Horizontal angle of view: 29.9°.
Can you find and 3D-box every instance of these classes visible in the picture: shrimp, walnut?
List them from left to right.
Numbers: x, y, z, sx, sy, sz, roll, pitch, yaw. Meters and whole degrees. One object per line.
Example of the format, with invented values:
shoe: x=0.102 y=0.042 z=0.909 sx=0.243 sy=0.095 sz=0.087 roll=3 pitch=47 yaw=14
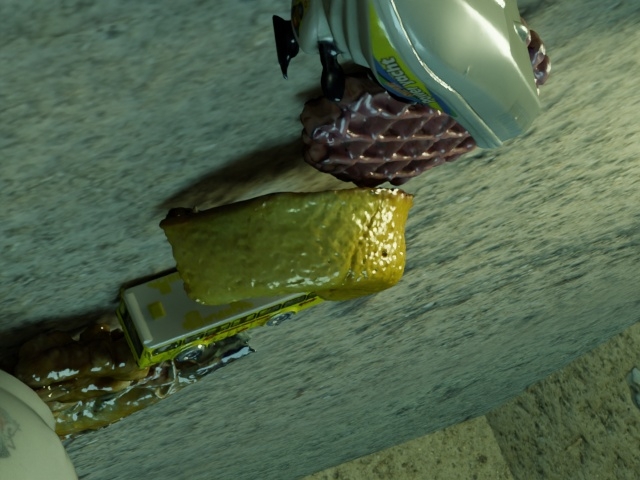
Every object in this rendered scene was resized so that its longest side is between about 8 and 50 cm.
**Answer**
walnut: x=-0.259 y=0.129 z=1.241 sx=0.143 sy=0.069 sz=0.170 roll=-33 pitch=159 yaw=36
shrimp: x=-0.233 y=0.166 z=1.409 sx=0.316 sy=0.062 sz=0.164 roll=-22 pitch=161 yaw=4

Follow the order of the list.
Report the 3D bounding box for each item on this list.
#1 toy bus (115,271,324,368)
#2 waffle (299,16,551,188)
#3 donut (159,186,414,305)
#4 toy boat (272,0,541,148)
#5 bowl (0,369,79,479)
toy bus: x=-0.092 y=0.060 z=1.229 sx=0.226 sy=0.081 sz=0.074 roll=-18 pitch=161 yaw=-20
waffle: x=0.090 y=-0.106 z=1.008 sx=0.221 sy=0.055 sz=0.234 roll=-22 pitch=166 yaw=3
donut: x=0.000 y=-0.001 z=1.073 sx=0.152 sy=0.101 sz=0.259 roll=-14 pitch=169 yaw=43
toy boat: x=0.054 y=-0.138 z=0.745 sx=0.140 sy=0.141 sz=0.269 roll=-32 pitch=159 yaw=27
bowl: x=-0.348 y=0.212 z=1.132 sx=0.345 sy=0.345 sz=0.157 roll=-45 pitch=-163 yaw=51
